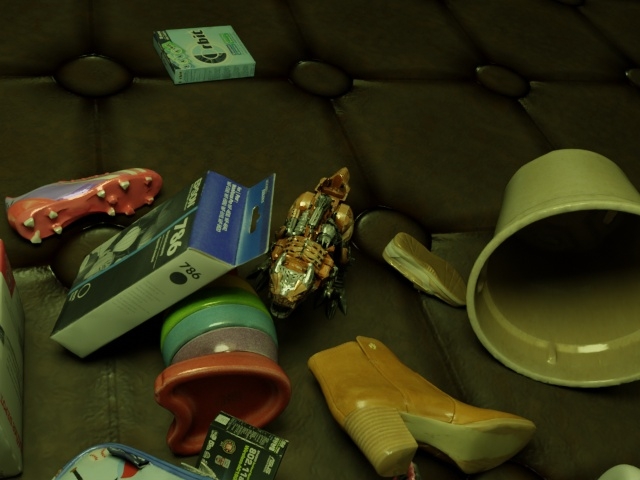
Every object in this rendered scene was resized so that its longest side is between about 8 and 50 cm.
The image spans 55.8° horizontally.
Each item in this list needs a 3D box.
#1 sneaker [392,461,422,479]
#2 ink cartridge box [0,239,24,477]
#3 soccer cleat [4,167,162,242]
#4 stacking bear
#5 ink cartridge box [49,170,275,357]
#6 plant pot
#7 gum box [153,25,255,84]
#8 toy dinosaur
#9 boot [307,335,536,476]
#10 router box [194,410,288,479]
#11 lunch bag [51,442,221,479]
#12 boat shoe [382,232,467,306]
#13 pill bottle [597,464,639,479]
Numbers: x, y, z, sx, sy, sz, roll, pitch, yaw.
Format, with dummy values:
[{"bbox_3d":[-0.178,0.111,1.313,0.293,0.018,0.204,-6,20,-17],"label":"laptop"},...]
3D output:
[{"bbox_3d":[0.128,0.344,0.776,0.057,0.047,0.119,20,43,-27],"label":"sneaker"},{"bbox_3d":[-0.417,0.143,0.718,0.100,0.172,0.237,-6,51,-19],"label":"ink cartridge box"},{"bbox_3d":[-0.384,-0.076,0.993,0.248,0.083,0.095,-26,55,-29],"label":"soccer cleat"},{"bbox_3d":[-0.152,0.111,0.834,0.164,0.175,0.289,-11,44,-14],"label":"stacking bear"},{"bbox_3d":[-0.209,0.018,0.801,0.065,0.333,0.165,47,26,-32],"label":"ink cartridge box"},{"bbox_3d":[0.414,0.012,0.987,0.334,0.333,0.305,19,35,3],"label":"plant pot"},{"bbox_3d":[-0.261,-0.419,1.357,0.184,0.041,0.157,-14,54,-26],"label":"gum box"},{"bbox_3d":[0.000,0.000,0.926,0.164,0.218,0.322,36,49,19],"label":"toy dinosaur"},{"bbox_3d":[0.142,0.218,0.853,0.295,0.104,0.211,6,29,-30],"label":"boot"},{"bbox_3d":[-0.102,0.278,0.716,0.092,0.122,0.038,22,12,6],"label":"router box"},{"bbox_3d":[-0.207,0.349,0.585,0.243,0.115,0.303,14,41,22],"label":"lunch bag"},{"bbox_3d":[0.178,0.057,1.031,0.170,0.059,0.063,41,41,-5],"label":"boat shoe"},{"bbox_3d":[0.463,0.401,0.734,0.264,0.146,0.146,28,48,10],"label":"pill bottle"}]
